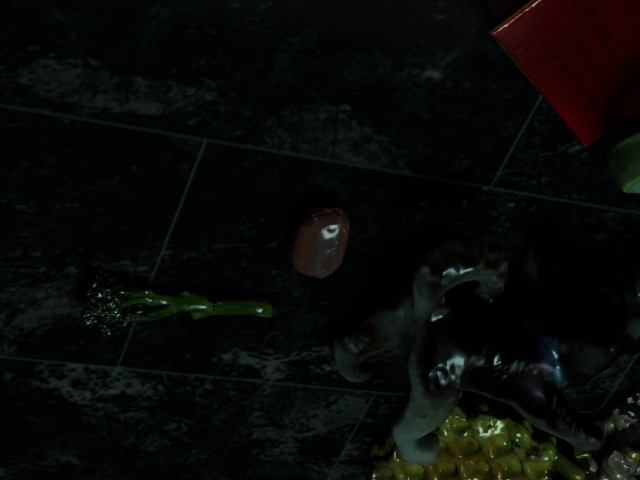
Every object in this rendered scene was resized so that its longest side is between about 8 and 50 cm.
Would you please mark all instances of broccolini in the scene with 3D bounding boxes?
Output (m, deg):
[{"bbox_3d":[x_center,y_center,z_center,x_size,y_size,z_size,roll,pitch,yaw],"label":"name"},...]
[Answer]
[{"bbox_3d":[-0.150,0.071,1.443,0.216,0.067,0.058,5,168,-21],"label":"broccolini"}]

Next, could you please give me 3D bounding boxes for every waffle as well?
[{"bbox_3d":[0.207,0.316,1.697,0.281,0.058,0.301,-30,113,39],"label":"waffle"}]

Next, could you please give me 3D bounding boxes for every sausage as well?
[{"bbox_3d":[0.000,0.000,1.426,0.059,0.054,0.094,2,130,-19],"label":"sausage"}]

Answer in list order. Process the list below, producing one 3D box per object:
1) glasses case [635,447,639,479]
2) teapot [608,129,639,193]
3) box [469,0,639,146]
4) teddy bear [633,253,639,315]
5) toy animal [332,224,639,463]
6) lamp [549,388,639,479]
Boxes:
[{"bbox_3d":[0.504,0.324,1.861,0.314,0.075,0.122,-25,136,6],"label":"glasses case"},{"bbox_3d":[0.442,-0.082,1.334,0.239,0.321,0.239,-24,104,35],"label":"teapot"},{"bbox_3d":[0.323,-0.254,1.269,0.313,0.089,0.197,-35,131,16],"label":"box"},{"bbox_3d":[0.469,0.070,1.560,0.256,0.156,0.267,33,71,-44],"label":"teddy bear"},{"bbox_3d":[0.220,0.103,1.493,0.344,0.194,0.303,-3,138,-22],"label":"toy animal"},{"bbox_3d":[0.357,0.309,1.779,0.253,0.118,0.118,-39,131,20],"label":"lamp"}]
